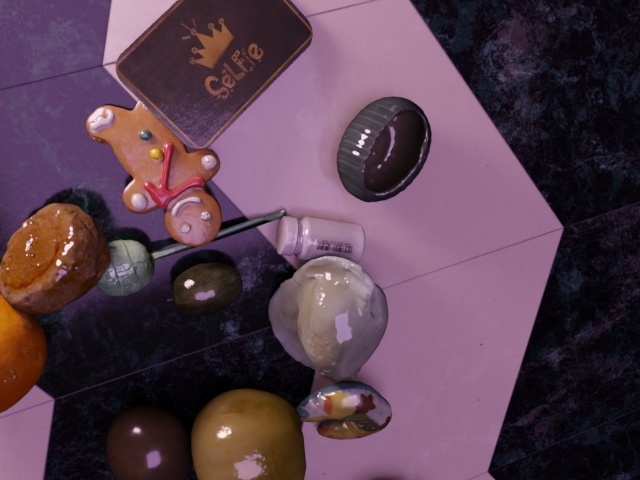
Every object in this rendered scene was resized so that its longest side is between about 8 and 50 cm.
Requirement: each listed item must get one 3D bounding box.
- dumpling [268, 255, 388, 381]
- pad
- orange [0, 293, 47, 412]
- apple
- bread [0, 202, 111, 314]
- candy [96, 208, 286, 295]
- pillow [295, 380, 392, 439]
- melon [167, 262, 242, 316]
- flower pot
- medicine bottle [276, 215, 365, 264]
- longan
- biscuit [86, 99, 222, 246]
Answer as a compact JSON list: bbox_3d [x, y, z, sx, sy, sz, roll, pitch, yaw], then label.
[{"bbox_3d":[0.033,0.191,1.391,0.270,0.212,0.320,17,99,-21],"label":"dumpling"},{"bbox_3d":[-0.177,-0.362,1.215,0.315,0.063,0.375,44,82,-17],"label":"pad"},{"bbox_3d":[-0.667,0.223,1.182,0.246,0.246,0.246,-4,106,-15],"label":"orange"},{"bbox_3d":[-0.163,0.486,1.394,0.254,0.292,0.291,-8,107,-5],"label":"apple"},{"bbox_3d":[-0.516,0.039,1.189,0.230,0.230,0.123,-46,139,0],"label":"bread"},{"bbox_3d":[-0.277,0.008,1.324,0.440,0.119,0.119,-20,110,-19],"label":"candy"},{"bbox_3d":[0.063,0.427,1.501,0.214,0.086,0.233,-22,137,17],"label":"pillow"},{"bbox_3d":[-0.255,0.109,1.335,0.168,0.114,0.114,-15,109,-14],"label":"melon"},{"bbox_3d":[0.138,-0.201,1.340,0.189,0.157,0.243,33,95,-20],"label":"flower pot"},{"bbox_3d":[0.000,0.000,1.384,0.187,0.103,0.102,7,103,-18],"label":"medicine bottle"},{"bbox_3d":[-0.384,0.473,1.364,0.198,0.198,0.212,-25,112,-8],"label":"longan"},{"bbox_3d":[-0.312,-0.142,1.241,0.216,0.047,0.339,-26,97,-13],"label":"biscuit"}]
